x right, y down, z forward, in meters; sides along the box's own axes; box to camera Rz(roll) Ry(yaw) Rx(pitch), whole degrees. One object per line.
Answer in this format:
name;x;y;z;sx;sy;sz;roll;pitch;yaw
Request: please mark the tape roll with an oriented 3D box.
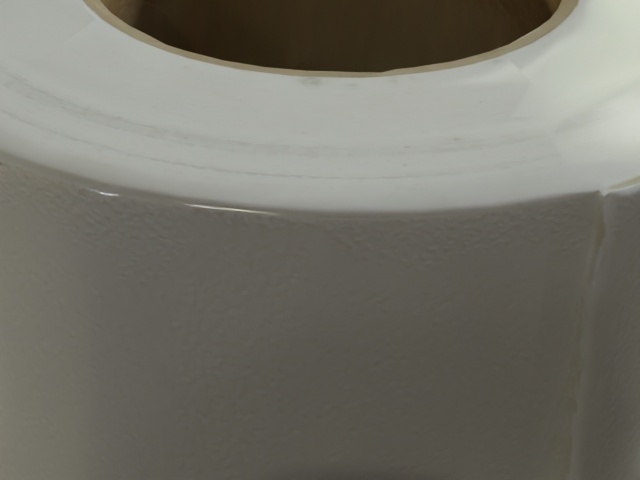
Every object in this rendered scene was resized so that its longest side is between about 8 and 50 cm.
tape roll;0.000;0.000;0.453;0.246;0.169;0.246;1;31;-1
